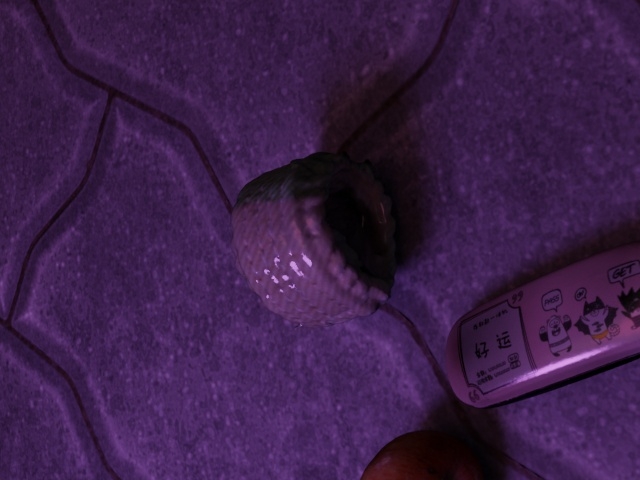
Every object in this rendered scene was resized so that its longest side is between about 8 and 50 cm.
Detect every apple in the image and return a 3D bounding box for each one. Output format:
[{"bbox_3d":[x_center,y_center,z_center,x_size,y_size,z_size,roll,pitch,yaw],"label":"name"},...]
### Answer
[{"bbox_3d":[0.120,0.304,1.188,0.131,0.146,0.146,-16,78,57],"label":"apple"}]

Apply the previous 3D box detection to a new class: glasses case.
[{"bbox_3d":[0.271,0.100,1.108,0.314,0.075,0.122,-29,54,38],"label":"glasses case"}]

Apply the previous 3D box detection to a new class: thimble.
[{"bbox_3d":[0.000,0.000,1.249,0.150,0.219,0.219,-18,78,35],"label":"thimble"}]
